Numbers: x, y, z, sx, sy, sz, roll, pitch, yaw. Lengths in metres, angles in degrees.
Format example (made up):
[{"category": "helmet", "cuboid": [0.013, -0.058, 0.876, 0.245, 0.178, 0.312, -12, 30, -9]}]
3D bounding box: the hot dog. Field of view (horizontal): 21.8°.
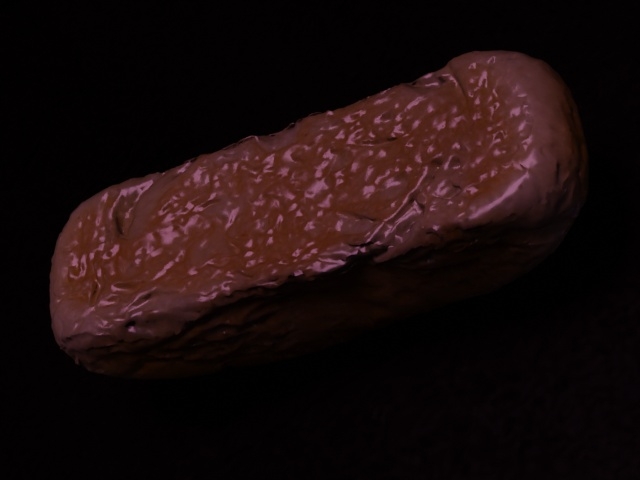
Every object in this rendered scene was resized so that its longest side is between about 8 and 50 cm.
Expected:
[{"category": "hot dog", "cuboid": [0.000, 0.000, 0.676, 0.242, 0.073, 0.084, -19, 50, 25]}]
